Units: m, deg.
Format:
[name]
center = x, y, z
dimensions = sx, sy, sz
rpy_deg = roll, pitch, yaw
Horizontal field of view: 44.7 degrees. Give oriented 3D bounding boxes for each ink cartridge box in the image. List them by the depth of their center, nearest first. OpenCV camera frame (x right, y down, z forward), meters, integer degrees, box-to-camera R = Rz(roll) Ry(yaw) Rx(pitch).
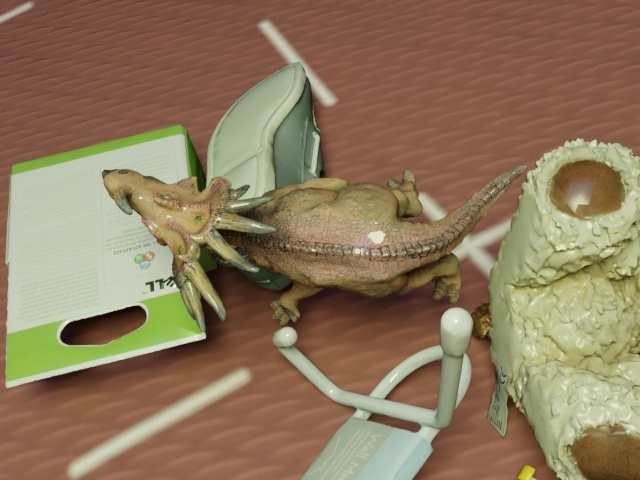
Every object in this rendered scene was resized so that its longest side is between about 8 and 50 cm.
[ink cartridge box]
center = -0.202, 0.026, 0.771
dimensions = 0.189, 0.097, 0.255
rpy_deg = -14, 56, 1

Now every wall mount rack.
[wall mount rack]
center = -0.013, 0.167, 0.529
dimensions = 0.130, 0.304, 0.350
rpy_deg = 47, 68, -13

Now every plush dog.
[plush dog]
center = 0.257, 0.060, 0.633
dimensions = 0.226, 0.210, 0.262
rpy_deg = -3, 82, -8

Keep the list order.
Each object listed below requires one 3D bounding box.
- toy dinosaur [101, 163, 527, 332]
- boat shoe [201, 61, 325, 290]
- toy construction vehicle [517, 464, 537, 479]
[toy dinosaur]
center = 0.000, 0.000, 0.583
dimensions = 0.296, 0.200, 0.127
rpy_deg = -5, 84, 23
[boat shoe]
center = -0.050, -0.076, 0.819
dimensions = 0.116, 0.099, 0.319
rpy_deg = -26, 33, 25
[toy construction vehicle]
center = 0.183, 0.230, 0.594
dimensions = 0.098, 0.035, 0.086
rpy_deg = 24, 74, 28
